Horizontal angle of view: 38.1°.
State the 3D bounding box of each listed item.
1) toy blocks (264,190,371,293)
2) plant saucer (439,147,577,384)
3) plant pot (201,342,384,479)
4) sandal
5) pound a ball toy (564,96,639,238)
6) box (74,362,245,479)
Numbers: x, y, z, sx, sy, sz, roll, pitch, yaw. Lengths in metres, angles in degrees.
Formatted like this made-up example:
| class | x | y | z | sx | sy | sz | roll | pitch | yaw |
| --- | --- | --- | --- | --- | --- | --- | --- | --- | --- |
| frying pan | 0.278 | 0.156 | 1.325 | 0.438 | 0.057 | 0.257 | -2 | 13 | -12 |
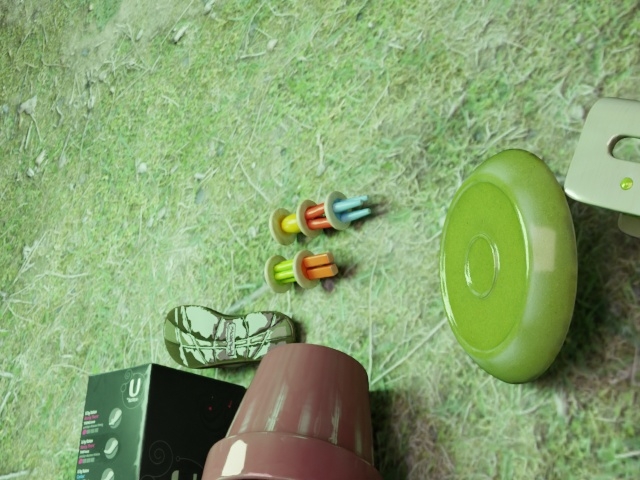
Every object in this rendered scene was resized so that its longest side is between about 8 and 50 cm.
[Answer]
| class | x | y | z | sx | sy | sz | roll | pitch | yaw |
| --- | --- | --- | --- | --- | --- | --- | --- | --- | --- |
| toy blocks | 0.000 | 0.000 | 1.200 | 0.148 | 0.054 | 0.123 | -15 | 62 | 39 |
| plant saucer | 0.177 | 0.026 | 0.943 | 0.241 | 0.037 | 0.241 | 180 | 90 | -72 |
| plant pot | -0.021 | 0.224 | 1.038 | 0.201 | 0.201 | 0.180 | -21 | 44 | 37 |
| sandal | -0.121 | 0.132 | 1.265 | 0.219 | 0.060 | 0.090 | -6 | 74 | 27 |
| pound a ball toy | 0.362 | -0.062 | 0.763 | 0.319 | 0.208 | 0.135 | 18 | 86 | 47 |
| box | -0.210 | 0.310 | 1.189 | 0.143 | 0.165 | 0.270 | -16 | 62 | 40 |
